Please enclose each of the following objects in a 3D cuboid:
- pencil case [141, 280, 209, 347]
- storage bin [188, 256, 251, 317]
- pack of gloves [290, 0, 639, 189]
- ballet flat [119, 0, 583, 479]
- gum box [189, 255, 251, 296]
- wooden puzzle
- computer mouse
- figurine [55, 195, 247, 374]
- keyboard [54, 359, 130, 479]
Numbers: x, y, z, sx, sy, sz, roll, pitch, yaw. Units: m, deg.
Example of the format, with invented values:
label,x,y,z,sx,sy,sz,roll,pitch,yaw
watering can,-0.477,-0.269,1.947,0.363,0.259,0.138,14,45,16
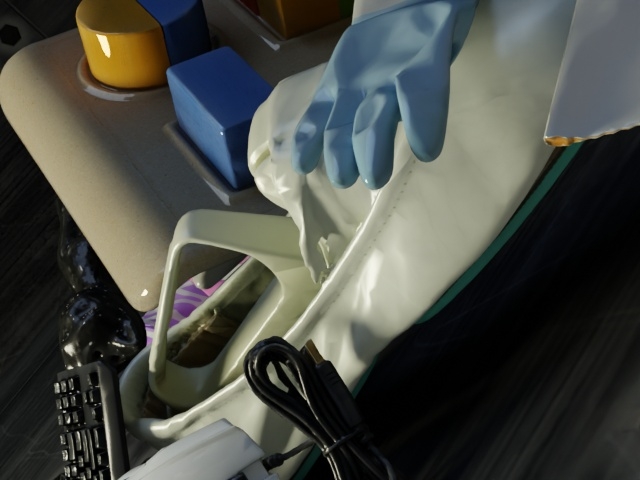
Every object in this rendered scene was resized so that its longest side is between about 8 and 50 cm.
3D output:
label,x,y,z,sx,sy,sz,roll,pitch,yaw
pencil case,-0.106,0.047,1.224,0.086,0.088,0.206,-41,14,40
storage bin,-0.054,0.087,0.880,0.135,0.091,0.098,-44,12,15
pack of gloves,0.079,-0.120,0.554,0.195,0.046,0.232,-15,37,27
ballet flat,0.000,0.000,0.673,0.400,0.139,0.139,-55,4,39
gum box,-0.030,-0.016,1.101,0.188,0.107,0.062,-44,12,19
wooden puzzle,-0.033,-0.130,0.925,0.347,0.081,0.322,-27,41,-14
computer mouse,-0.052,0.130,0.663,0.193,0.106,0.042,-36,-6,30
figurine,-0.112,-0.007,0.984,0.215,0.092,0.209,-42,29,22
keyboard,-0.130,0.163,0.774,0.023,0.180,0.108,-4,-8,-26
